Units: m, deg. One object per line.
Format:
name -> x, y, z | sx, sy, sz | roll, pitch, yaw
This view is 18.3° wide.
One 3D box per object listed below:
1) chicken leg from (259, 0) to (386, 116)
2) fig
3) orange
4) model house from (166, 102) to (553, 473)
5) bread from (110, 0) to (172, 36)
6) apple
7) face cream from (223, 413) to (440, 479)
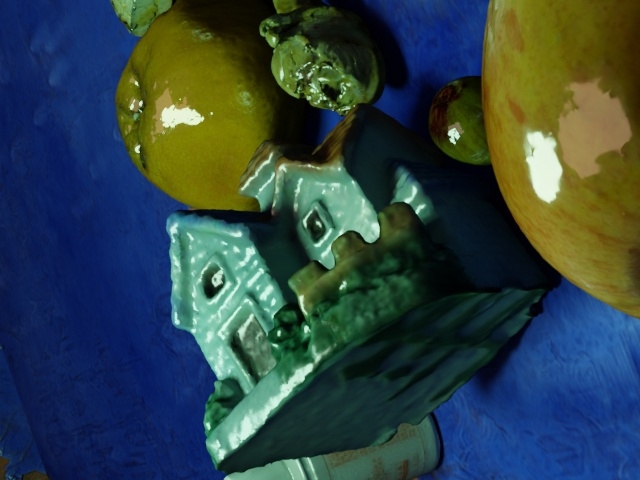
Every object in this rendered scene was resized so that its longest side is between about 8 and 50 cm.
chicken leg -> -0.011, -0.204, 1.947 | 0.227, 0.103, 0.088 | 59, 170, 35
fig -> 0.142, -0.096, 1.734 | 0.098, 0.082, 0.084 | 36, 148, -19
orange -> -0.117, -0.140, 2.129 | 0.249, 0.183, 0.249 | 51, 151, 43
model house -> 0.000, 0.000, 1.847 | 0.295, 0.252, 0.329 | -48, 56, 35
bread -> -0.252, -0.367, 2.397 | 0.232, 0.088, 0.128 | 56, 163, 18
apple -> 0.238, -0.106, 1.228 | 0.299, 0.299, 0.275 | 100, 159, -49
face cream -> -0.005, 0.235, 2.073 | 0.101, 0.252, 0.101 | 47, 147, 44
